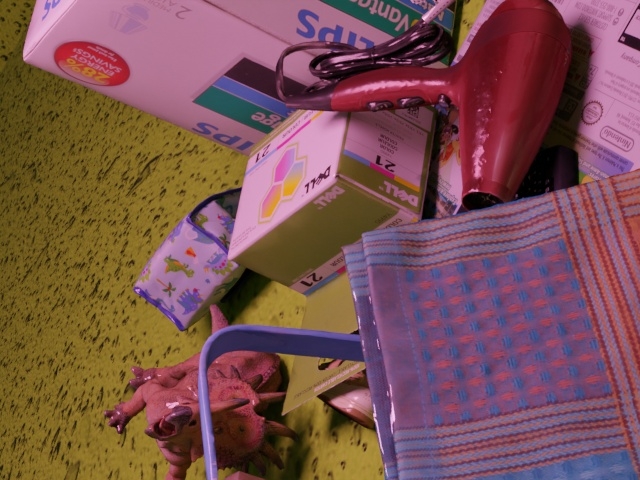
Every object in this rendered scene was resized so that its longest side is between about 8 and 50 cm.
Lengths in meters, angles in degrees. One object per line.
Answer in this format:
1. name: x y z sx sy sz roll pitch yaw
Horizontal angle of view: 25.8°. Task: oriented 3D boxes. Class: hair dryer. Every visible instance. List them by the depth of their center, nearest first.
1. hair dryer: 0.099 -0.121 1.134 0.224 0.080 0.293 -40 42 10

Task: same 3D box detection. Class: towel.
1. towel: 0.202 0.050 0.746 0.370 0.040 0.271 -15 44 5

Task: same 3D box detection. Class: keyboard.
1. keyboard: 0.160 0.008 1.028 0.100 0.038 0.192 -34 42 45

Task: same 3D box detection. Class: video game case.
1. video game case: 0.180 -0.087 1.147 0.300 0.036 0.329 -61 28 10

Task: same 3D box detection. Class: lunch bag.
1. lunch bag: -0.116 0.011 1.538 0.129 0.096 0.151 -48 3 31

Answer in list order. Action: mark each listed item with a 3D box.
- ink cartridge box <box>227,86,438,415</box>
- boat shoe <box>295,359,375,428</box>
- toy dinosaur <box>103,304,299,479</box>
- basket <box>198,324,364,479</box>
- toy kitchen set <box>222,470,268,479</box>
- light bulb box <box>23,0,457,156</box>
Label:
1. ink cartridge box: 0.000 0.000 1.237 0.189 0.097 0.255 -35 35 48
2. boat shoe: 0.022 0.130 1.249 0.045 0.050 0.135 -55 28 -7
3. toy dinosaur: -0.093 0.153 1.351 0.200 0.127 0.295 -32 15 31
4. basket: 0.070 0.157 0.852 0.201 0.289 0.254 96 171 -49
5. toy kitchen set: -0.063 0.265 1.255 0.068 0.075 0.083 -36 40 46
6. light bulb box: -0.059 -0.302 1.395 0.225 0.358 0.361 -29 46 52
